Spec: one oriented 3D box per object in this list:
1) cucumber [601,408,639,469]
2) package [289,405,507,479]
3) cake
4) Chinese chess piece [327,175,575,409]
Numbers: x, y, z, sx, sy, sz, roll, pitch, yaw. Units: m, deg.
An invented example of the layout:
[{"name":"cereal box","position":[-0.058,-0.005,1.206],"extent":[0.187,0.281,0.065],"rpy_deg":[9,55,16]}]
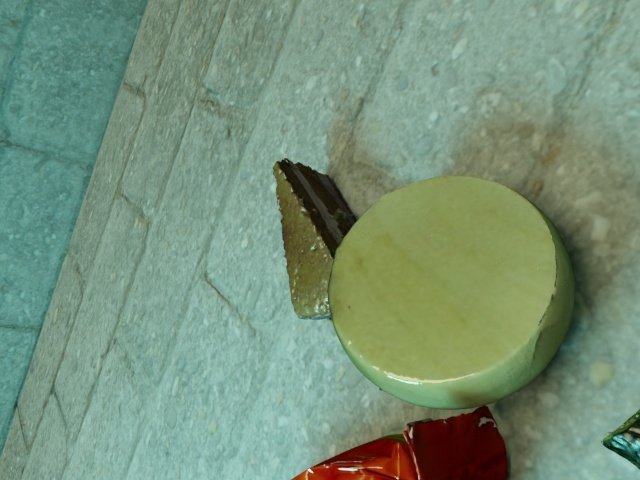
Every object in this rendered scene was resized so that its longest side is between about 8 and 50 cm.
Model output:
[{"name":"cucumber","position":[0.322,0.206,0.391],"extent":[0.215,0.052,0.058],"rpy_deg":[41,130,47]},{"name":"package","position":[0.025,0.323,0.591],"extent":[0.423,0.196,0.123],"rpy_deg":[-44,53,31]},{"name":"cake","position":[0.000,0.000,0.778],"extent":[0.113,0.116,0.295],"rpy_deg":[-43,50,32]},{"name":"Chinese chess piece","position":[0.132,0.051,0.559],"extent":[0.251,0.097,0.250],"rpy_deg":[-16,53,22]}]
